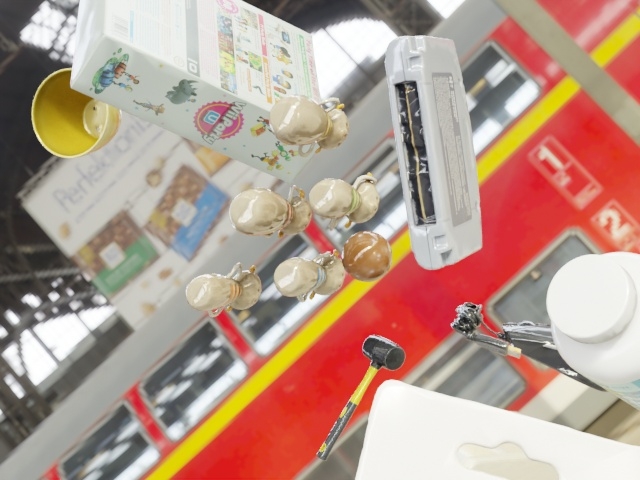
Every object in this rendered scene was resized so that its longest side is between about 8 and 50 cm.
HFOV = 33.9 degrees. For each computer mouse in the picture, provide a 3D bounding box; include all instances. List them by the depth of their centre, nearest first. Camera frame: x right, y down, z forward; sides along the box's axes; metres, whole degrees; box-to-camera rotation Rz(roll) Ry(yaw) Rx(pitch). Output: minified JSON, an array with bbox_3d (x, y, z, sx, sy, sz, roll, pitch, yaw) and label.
[{"bbox_3d":[0.313,0.144,1.514,0.060,0.262,0.184,-67,-14,9],"label":"computer mouse"}]

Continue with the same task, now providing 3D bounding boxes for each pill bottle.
[{"bbox_3d":[0.353,0.103,1.174,0.146,0.146,0.264,-45,-43,15],"label":"pill bottle"}]

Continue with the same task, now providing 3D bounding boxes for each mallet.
[{"bbox_3d":[0.045,0.216,1.461,0.190,0.039,0.062,-55,33,1],"label":"mallet"}]

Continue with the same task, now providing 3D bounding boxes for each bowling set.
[{"bbox_3d":[0.000,0.000,1.171,0.287,0.200,0.154,-61,-21,11],"label":"bowling set"}]

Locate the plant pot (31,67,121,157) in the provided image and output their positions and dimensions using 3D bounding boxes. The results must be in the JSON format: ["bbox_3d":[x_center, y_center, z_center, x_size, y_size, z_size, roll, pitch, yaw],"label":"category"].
[{"bbox_3d":[-0.359,-0.192,1.617,0.134,0.134,0.095,-45,-13,17],"label":"plant pot"}]

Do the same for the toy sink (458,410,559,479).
[{"bbox_3d":[0.168,0.281,1.170,0.234,0.131,0.153,7,-77,-44],"label":"toy sink"}]

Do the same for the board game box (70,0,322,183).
[{"bbox_3d":[-0.147,-0.224,1.312,0.097,0.303,0.224,-49,32,34],"label":"board game box"}]

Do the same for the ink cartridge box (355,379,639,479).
[{"bbox_3d":[0.083,0.290,0.705,0.119,0.207,0.353,106,180,-77],"label":"ink cartridge box"}]

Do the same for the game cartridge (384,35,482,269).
[{"bbox_3d":[0.156,-0.120,1.393,0.060,0.294,0.196,-6,5,28],"label":"game cartridge"}]
